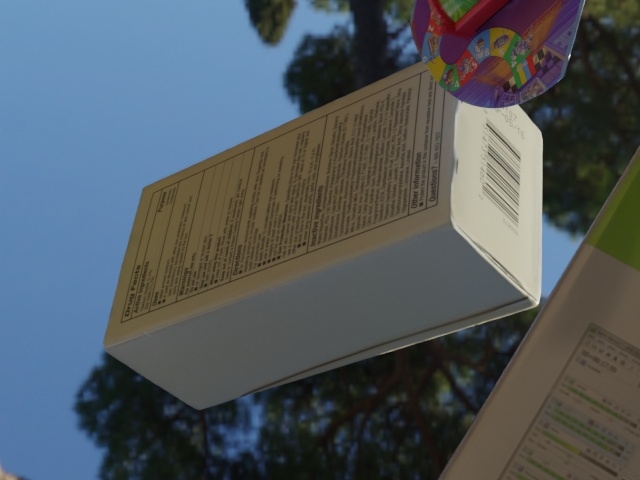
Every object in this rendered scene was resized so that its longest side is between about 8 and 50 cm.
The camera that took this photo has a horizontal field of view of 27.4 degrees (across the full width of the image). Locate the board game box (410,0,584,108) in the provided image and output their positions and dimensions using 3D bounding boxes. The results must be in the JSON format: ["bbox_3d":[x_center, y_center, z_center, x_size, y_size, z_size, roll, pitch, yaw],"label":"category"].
[{"bbox_3d":[0.089,-0.158,0.708,0.033,0.169,0.133,5,-165,-37],"label":"board game box"}]

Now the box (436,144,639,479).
[{"bbox_3d":[0.115,0.136,0.305,0.232,0.058,0.322,31,-105,12],"label":"box"}]

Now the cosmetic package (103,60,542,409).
[{"bbox_3d":[0.000,0.000,0.949,0.309,0.113,0.160,-21,-135,35],"label":"cosmetic package"}]
